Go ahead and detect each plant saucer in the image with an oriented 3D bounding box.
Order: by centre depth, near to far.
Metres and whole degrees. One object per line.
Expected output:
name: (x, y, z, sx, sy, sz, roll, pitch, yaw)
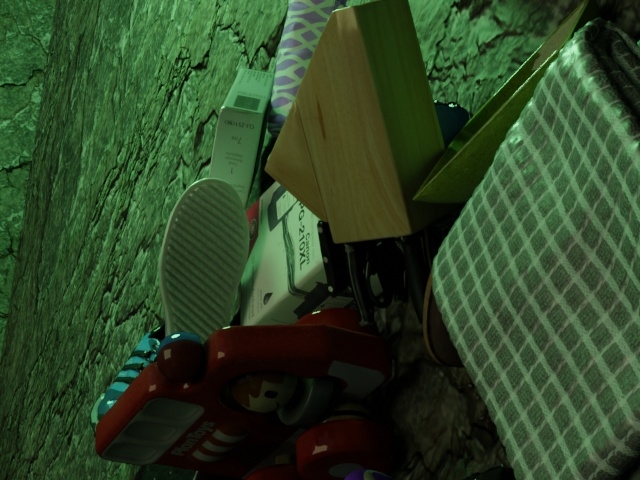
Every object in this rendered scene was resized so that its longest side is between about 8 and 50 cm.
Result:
plant saucer: (0.176, -0.114, 0.937, 0.188, 0.045, 0.188, -47, 2, 31)

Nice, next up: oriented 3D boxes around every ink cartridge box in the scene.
ink cartridge box: (0.000, 0.000, 1.255, 0.237, 0.100, 0.172, -42, 42, 49)
ink cartridge box: (-0.116, -0.092, 1.476, 0.275, 0.060, 0.239, -87, 7, -71)

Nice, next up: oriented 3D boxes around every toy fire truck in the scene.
toy fire truck: (-0.076, 0.175, 1.142, 0.302, 0.254, 0.169, -47, 38, 45)

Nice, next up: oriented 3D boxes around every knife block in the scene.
knife block: (0.075, -0.055, 1.016, 0.242, 0.088, 0.276, 40, 128, 19)

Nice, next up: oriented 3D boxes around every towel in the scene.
towel: (0.184, 0.025, 0.691, 0.235, 0.121, 0.284, -61, 27, 33)

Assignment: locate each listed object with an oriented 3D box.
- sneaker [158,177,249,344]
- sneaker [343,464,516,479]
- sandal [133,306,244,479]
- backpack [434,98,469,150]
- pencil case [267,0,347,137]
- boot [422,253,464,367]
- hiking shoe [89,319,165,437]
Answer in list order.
sneaker: (-0.151, 0.057, 1.332, 0.161, 0.102, 0.282, -130, 46, -77)
sneaker: (0.120, 0.246, 0.912, 0.293, 0.102, 0.146, 36, 105, 57)
sandal: (-0.132, 0.279, 1.400, 0.446, 0.107, 0.167, -58, 28, 6)
backpack: (0.099, -0.089, 1.109, 0.120, 0.098, 0.101, -17, 82, 41)
pencil case: (-0.012, -0.227, 1.422, 0.088, 0.086, 0.206, 4, 80, 35)
boot: (0.183, 0.034, 0.885, 0.248, 0.090, 0.207, -63, 25, 14)
hiking shoe: (-0.253, 0.206, 1.576, 0.132, 0.113, 0.304, -59, 13, 17)
